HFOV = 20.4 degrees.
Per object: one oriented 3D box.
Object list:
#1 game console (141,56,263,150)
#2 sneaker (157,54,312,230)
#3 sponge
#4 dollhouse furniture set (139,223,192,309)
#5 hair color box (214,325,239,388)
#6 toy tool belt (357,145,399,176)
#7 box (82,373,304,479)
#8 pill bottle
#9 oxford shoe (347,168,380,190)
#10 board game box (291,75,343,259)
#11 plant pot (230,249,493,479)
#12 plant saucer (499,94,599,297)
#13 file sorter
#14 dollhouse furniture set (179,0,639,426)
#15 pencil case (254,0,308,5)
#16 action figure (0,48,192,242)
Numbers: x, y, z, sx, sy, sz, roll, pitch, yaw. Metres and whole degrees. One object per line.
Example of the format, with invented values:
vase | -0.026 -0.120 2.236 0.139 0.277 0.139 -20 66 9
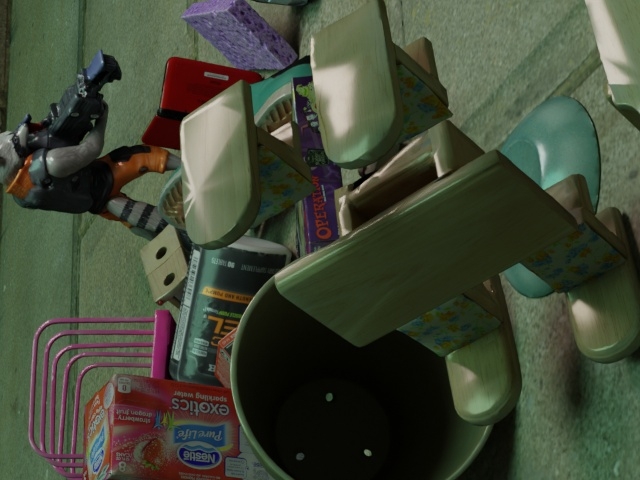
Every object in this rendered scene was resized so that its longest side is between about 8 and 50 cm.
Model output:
game console | -0.167 -0.186 2.506 0.085 0.144 0.124 -174 93 -67
sneaker | -0.090 -0.124 2.300 0.302 0.108 0.121 -37 25 30
sponge | -0.114 -0.284 2.455 0.031 0.117 0.210 -51 19 -11
dollhouse furniture set | -0.127 0.024 2.404 0.184 0.129 0.129 -41 36 13
hair color box | -0.077 0.134 2.150 0.053 0.093 0.167 50 165 9
toy tool belt | 0.066 -0.108 2.017 0.051 0.052 0.083 28 107 59
box | -0.149 0.251 2.132 0.122 0.257 0.128 136 138 -55
pill bottle | -0.121 0.118 2.291 0.130 0.130 0.245 -154 73 -68
oxford shoe | 0.059 -0.039 1.949 0.227 0.096 0.082 144 129 -63
board game box | 0.000 0.000 1.962 0.347 0.056 0.208 89 171 -59
plant pot | 0.027 0.169 1.791 0.274 0.257 0.256 110 162 -69
plant saucer | 0.198 -0.044 1.679 0.195 0.037 0.195 -171 90 -69
file sorter | -0.280 0.228 2.429 0.290 0.182 0.202 78 -167 -72
dollhouse furniture set | 0.155 -0.003 1.366 0.394 0.362 0.256 -30 45 25
pencil case | -0.050 -0.447 2.362 0.124 0.113 0.273 11 91 49
action figure | -0.332 -0.114 2.635 0.341 0.330 0.178 125 149 -49
